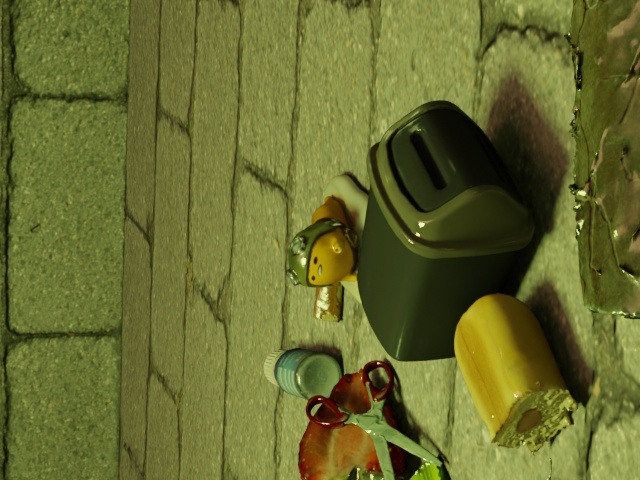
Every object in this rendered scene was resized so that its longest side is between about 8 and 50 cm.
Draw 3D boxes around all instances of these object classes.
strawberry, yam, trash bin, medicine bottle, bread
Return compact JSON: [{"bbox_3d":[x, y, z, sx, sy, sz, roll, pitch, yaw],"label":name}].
[{"bbox_3d":[0.042,0.311,1.948,0.228,0.174,0.098,-106,-11,-50],"label":"strawberry"},{"bbox_3d":[0.324,-0.082,1.073,0.241,0.241,0.348,148,121,-66],"label":"yam"},{"bbox_3d":[0.145,-0.007,1.613,0.209,0.182,0.290,-113,25,-43],"label":"trash bin"},{"bbox_3d":[-0.035,0.225,2.218,0.203,0.083,0.083,175,93,-69],"label":"medicine bottle"},{"bbox_3d":[0.226,0.150,1.531,0.134,0.085,0.173,109,150,-49],"label":"bread"},{"bbox_3d":[0.014,0.090,2.140,0.036,0.047,0.083,-48,-36,-76],"label":"bread"}]

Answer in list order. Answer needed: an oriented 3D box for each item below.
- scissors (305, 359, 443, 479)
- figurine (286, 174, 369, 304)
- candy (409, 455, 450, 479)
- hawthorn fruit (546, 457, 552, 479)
[{"bbox_3d":[0.083,0.271,1.876,0.248,0.144,0.017,48,166,51],"label":"scissors"},{"bbox_3d":[0.000,0.000,2.032,0.250,0.141,0.167,-118,32,-49],"label":"figurine"},{"bbox_3d":[0.123,0.428,1.845,0.246,0.069,0.149,113,150,-45],"label":"candy"},{"bbox_3d":[0.232,0.357,1.502,0.189,0.149,0.149,-36,47,16],"label":"hawthorn fruit"}]
